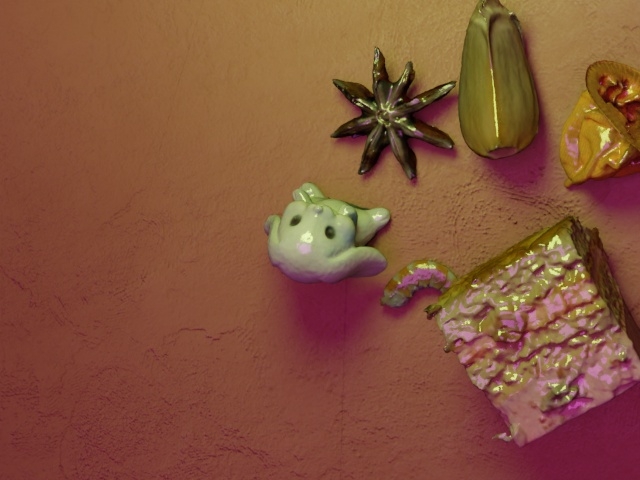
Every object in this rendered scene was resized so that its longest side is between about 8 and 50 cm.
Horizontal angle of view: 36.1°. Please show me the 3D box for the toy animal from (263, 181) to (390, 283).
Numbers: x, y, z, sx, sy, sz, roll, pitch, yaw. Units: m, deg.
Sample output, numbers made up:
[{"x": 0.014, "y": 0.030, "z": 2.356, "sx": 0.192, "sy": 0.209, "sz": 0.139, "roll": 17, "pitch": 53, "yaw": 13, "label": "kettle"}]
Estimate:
[{"x": -0.007, "y": -0.006, "z": 1.963, "sx": 0.249, "sy": 0.289, "sz": 0.174, "roll": 23, "pitch": 107, "yaw": 37, "label": "toy animal"}]

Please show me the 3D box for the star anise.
[{"x": 0.142, "y": -0.254, "z": 1.959, "sx": 0.288, "sy": 0.088, "sz": 0.288, "roll": 9, "pitch": 115, "yaw": 21, "label": "star anise"}]

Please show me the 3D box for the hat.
[{"x": 0.531, "y": -0.168, "z": 1.820, "sx": 0.233, "sy": 0.244, "sz": 0.233, "roll": -52, "pitch": 45, "yaw": 47, "label": "hat"}]

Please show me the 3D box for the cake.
[{"x": 0.415, "y": 0.152, "z": 1.812, "sx": 0.314, "sy": 0.293, "sz": 0.307, "roll": -33, "pitch": 91, "yaw": 24, "label": "cake"}]

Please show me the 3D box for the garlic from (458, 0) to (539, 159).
[{"x": 0.337, "y": -0.321, "z": 1.832, "sx": 0.151, "sy": 0.196, "sz": 0.339, "roll": -1, "pitch": 94, "yaw": 4, "label": "garlic"}]

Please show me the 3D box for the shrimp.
[{"x": 0.218, "y": 0.124, "z": 2.008, "sx": 0.161, "sy": 0.049, "sz": 0.166, "roll": -40, "pitch": 90, "yaw": 18, "label": "shrimp"}]
